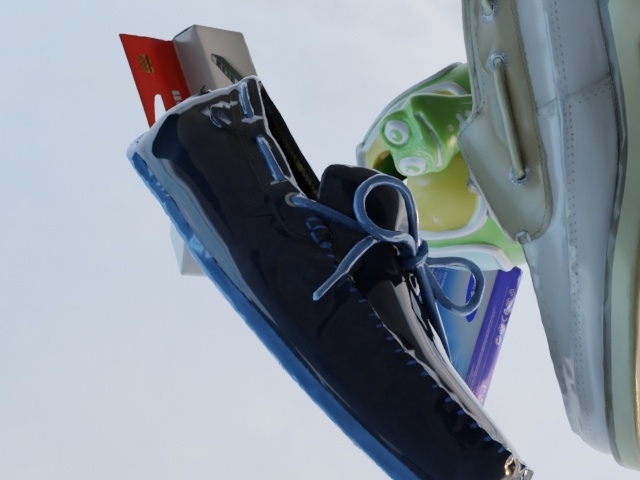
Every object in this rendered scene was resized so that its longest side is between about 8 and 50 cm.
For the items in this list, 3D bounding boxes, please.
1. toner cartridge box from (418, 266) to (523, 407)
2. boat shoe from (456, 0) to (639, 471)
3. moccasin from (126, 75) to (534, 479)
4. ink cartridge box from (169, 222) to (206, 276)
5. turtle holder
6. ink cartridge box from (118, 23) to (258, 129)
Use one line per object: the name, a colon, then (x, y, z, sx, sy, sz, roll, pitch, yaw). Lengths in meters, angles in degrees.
toner cartridge box: (0.216, 0.193, 1.406, 0.075, 0.165, 0.347, 29, -105, -39)
boat shoe: (0.128, -0.045, 0.395, 0.113, 0.103, 0.302, -8, -83, -44)
moccasin: (0.000, 0.000, 0.455, 0.117, 0.137, 0.342, -41, -124, -3)
ink cartridge box: (-0.101, -0.018, 1.451, 0.308, 0.128, 0.223, 6, -163, -18)
turtle holder: (0.160, -0.068, 0.881, 0.228, 0.243, 0.320, -12, -163, 12)
ink cartridge box: (-0.165, -0.193, 1.247, 0.239, 0.060, 0.275, -14, -96, -60)
